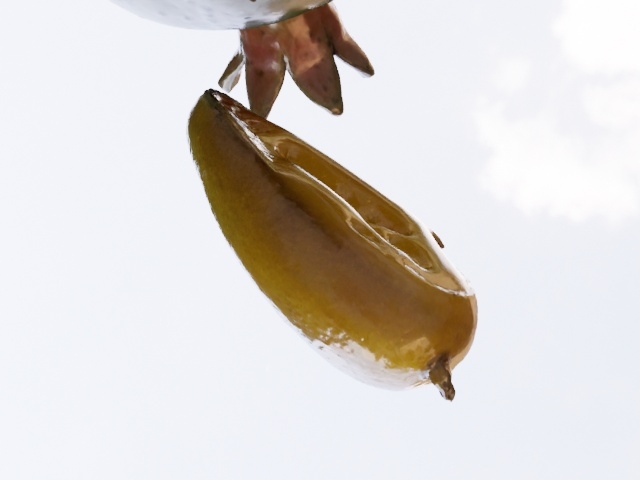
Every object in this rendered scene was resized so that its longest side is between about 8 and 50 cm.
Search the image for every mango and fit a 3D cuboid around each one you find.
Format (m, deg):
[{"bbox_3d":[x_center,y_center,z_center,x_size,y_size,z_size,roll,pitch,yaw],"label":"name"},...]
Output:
[{"bbox_3d":[0.000,0.000,0.755,0.187,0.101,0.066,47,-70,20],"label":"mango"}]

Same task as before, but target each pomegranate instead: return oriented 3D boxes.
[{"bbox_3d":[-0.044,-0.263,1.242,0.291,0.323,0.290,-13,-123,20],"label":"pomegranate"}]
